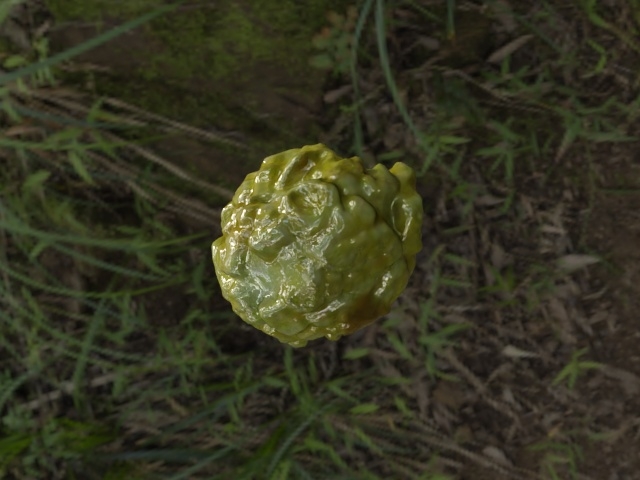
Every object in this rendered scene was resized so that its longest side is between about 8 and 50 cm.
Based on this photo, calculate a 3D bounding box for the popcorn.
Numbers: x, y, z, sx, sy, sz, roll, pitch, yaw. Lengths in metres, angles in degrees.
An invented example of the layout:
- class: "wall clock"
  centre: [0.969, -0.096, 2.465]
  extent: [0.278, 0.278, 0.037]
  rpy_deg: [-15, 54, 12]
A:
- class: "popcorn"
  centre: [0.004, 0.008, 1.165]
  extent: [0.216, 0.235, 0.181]
  rpy_deg: [64, 176, -36]
